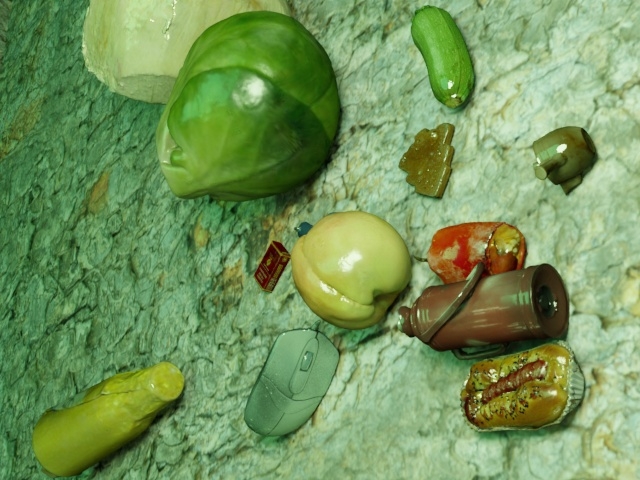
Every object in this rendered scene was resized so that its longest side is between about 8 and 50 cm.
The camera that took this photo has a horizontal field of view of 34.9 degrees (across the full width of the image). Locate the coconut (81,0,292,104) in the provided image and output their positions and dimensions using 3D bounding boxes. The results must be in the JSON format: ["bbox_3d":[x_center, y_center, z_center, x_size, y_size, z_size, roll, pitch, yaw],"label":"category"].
[{"bbox_3d":[-0.242,-0.442,1.987,0.404,0.405,0.404,-29,53,46],"label":"coconut"}]

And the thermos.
[{"bbox_3d":[0.199,0.098,1.323,0.232,0.124,0.099,-15,21,40],"label":"thermos"}]

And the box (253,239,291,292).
[{"bbox_3d":[-0.089,0.047,1.853,0.082,0.023,0.051,-61,36,16],"label":"box"}]

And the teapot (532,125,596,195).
[{"bbox_3d":[0.308,-0.096,1.296,0.080,0.110,0.085,-29,95,29],"label":"teapot"}]

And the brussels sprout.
[{"bbox_3d":[-0.127,-0.216,1.781,0.355,0.289,0.281,-35,42,7],"label":"brussels sprout"}]

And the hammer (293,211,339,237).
[{"bbox_3d":[0.000,0.000,1.722,0.194,0.069,0.116,26,97,64],"label":"hammer"}]

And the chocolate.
[{"bbox_3d":[-0.432,0.351,2.103,0.445,0.162,0.162,-34,49,39],"label":"chocolate"}]

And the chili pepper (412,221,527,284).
[{"bbox_3d":[0.193,0.021,1.413,0.192,0.084,0.086,-3,44,52],"label":"chili pepper"}]

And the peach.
[{"bbox_3d":[0.044,0.041,1.538,0.184,0.184,0.184,-29,53,46],"label":"peach"}]

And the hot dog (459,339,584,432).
[{"bbox_3d":[0.249,0.187,1.279,0.191,0.059,0.108,-26,49,50],"label":"hot dog"}]

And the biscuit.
[{"bbox_3d":[0.169,-0.116,1.566,0.119,0.019,0.130,-38,46,40],"label":"biscuit"}]

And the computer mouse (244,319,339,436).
[{"bbox_3d":[-0.047,0.233,1.634,0.229,0.113,0.068,-63,19,20],"label":"computer mouse"}]

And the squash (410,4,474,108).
[{"bbox_3d":[0.188,-0.292,1.575,0.077,0.068,0.219,-49,39,33],"label":"squash"}]
